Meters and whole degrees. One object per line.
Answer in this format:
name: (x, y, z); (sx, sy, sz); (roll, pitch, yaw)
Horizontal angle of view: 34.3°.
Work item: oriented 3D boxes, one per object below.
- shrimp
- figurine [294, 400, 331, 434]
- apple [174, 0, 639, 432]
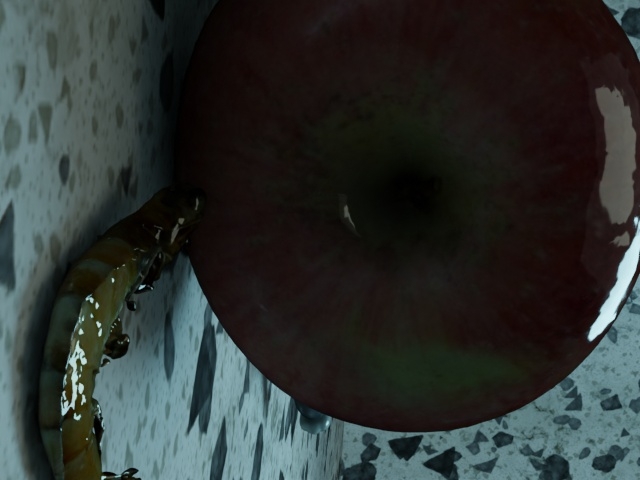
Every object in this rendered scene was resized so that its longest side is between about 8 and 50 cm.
shrimp: (-0.096, 0.056, 0.533); (0.195, 0.035, 0.148); (-63, 155, -60)
figurine: (0.003, 0.101, 1.191); (0.193, 0.140, 0.265); (-51, 166, -38)
apple: (0.063, -0.048, 0.695); (0.269, 0.344, 0.345); (-59, 153, -72)
